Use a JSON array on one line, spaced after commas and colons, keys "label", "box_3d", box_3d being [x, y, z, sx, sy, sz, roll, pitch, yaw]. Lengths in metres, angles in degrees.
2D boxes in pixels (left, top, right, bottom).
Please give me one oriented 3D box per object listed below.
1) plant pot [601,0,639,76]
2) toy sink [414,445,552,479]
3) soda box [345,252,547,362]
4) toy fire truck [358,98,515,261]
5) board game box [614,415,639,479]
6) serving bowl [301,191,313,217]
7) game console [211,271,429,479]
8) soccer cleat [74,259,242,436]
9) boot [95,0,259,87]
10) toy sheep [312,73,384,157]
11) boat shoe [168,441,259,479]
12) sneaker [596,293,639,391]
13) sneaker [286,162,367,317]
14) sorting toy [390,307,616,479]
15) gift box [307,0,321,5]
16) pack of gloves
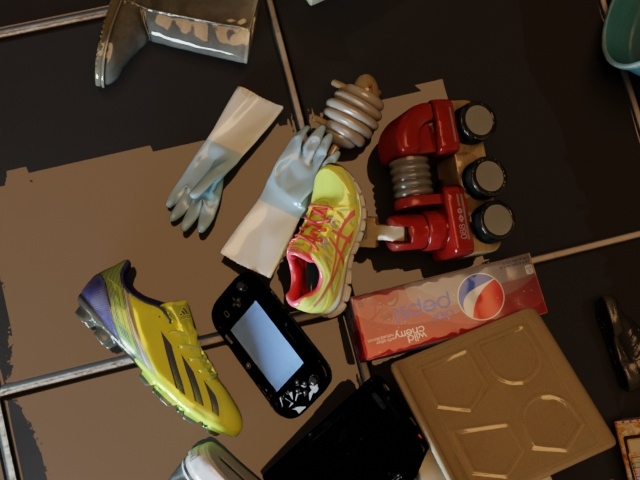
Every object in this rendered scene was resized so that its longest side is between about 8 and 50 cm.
[{"label": "plant pot", "box_3d": [0.589, -0.310, 1.400, 0.255, 0.272, 0.271, 25, 79, -17]}, {"label": "toy sink", "box_3d": [0.220, 0.344, 1.287, 0.153, 0.131, 0.234, -22, 62, -9]}, {"label": "soda box", "box_3d": [0.172, 0.095, 1.373, 0.263, 0.083, 0.092, -14, 82, -7]}, {"label": "toy fire truck", "box_3d": [0.112, -0.072, 1.367, 0.246, 0.158, 0.217, -6, 82, -22]}, {"label": "board game box", "box_3d": [0.497, 0.331, 1.343, 0.147, 0.045, 0.193, -16, 81, 35]}, {"label": "serving bowl", "box_3d": [-0.025, -0.071, 1.408, 0.083, 0.027, 0.083, 1, 82, -6]}, {"label": "game console", "box_3d": [-0.031, 0.209, 1.307, 0.213, 0.044, 0.361, -45, 69, 17]}, {"label": "soccer cleat", "box_3d": [-0.199, 0.145, 1.327, 0.289, 0.093, 0.121, 43, 78, 3]}, {"label": "boot", "box_3d": [-0.205, -0.284, 1.411, 0.209, 0.076, 0.189, 16, 82, -10]}, {"label": "toy sheep", "box_3d": [0.042, -0.176, 1.405, 0.091, 0.091, 0.132, 26, 94, -1]}, {"label": "boat shoe", "box_3d": [-0.075, 0.416, 1.297, 0.119, 0.121, 0.335, -45, 86, 10]}, {"label": "sneaker", "box_3d": [0.460, 0.151, 1.410, 0.089, 0.051, 0.170, -15, 88, -8]}, {"label": "sneaker", "box_3d": [0.000, 0.000, 1.301, 0.094, 0.081, 0.208, 4, 91, -47]}, {"label": "sorting toy", "box_3d": [0.250, 0.250, 1.242, 0.229, 0.041, 0.307, -19, 62, -15]}, {"label": "gift box", "box_3d": [0.056, -0.496, 1.367, 0.255, 0.258, 0.276, -33, 85, -9]}, {"label": "pack of gloves", "box_3d": [-0.098, -0.092, 1.365, 0.195, 0.046, 0.232, 26, 78, 20]}]
